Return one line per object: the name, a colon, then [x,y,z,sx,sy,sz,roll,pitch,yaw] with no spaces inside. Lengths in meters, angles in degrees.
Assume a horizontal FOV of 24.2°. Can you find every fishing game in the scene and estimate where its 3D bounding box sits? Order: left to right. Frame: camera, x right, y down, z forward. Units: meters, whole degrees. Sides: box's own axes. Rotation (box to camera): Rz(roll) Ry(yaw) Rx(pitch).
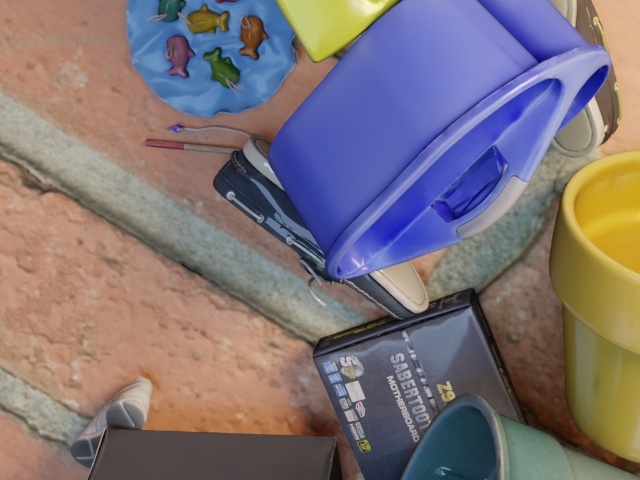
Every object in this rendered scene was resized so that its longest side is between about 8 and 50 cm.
fishing game: [-0.113,-0.210,1.525,0.189,0.041,0.264,7,110,10]

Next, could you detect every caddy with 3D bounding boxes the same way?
caddy: [0.116,-0.093,1.382,0.341,0.241,0.179,-46,72,38]

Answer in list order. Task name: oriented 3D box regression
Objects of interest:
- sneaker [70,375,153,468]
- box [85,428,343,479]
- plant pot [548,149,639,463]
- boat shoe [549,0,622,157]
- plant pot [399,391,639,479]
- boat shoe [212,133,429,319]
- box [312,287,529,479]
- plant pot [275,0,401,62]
sneaker: [-0.228,0.207,1.677,0.054,0.061,0.152,37,130,-10]
box: [-0.106,0.303,1.626,0.261,0.103,0.184,1,134,10]
plant pot: [0.335,0.075,1.436,0.254,0.254,0.239,12,125,7]
boat shoe: [0.235,-0.197,1.449,0.081,0.069,0.228,-4,108,42]
plant pot: [0.252,0.352,1.434,0.334,0.341,0.341,16,111,-12]
boat shoe: [0.000,0.000,1.538,0.254,0.095,0.079,40,111,-9]
box: [0.119,0.187,1.597,0.183,0.059,0.232,-19,104,15]
plant pot: [0.023,-0.310,1.366,0.207,0.228,0.227,-30,99,5]
